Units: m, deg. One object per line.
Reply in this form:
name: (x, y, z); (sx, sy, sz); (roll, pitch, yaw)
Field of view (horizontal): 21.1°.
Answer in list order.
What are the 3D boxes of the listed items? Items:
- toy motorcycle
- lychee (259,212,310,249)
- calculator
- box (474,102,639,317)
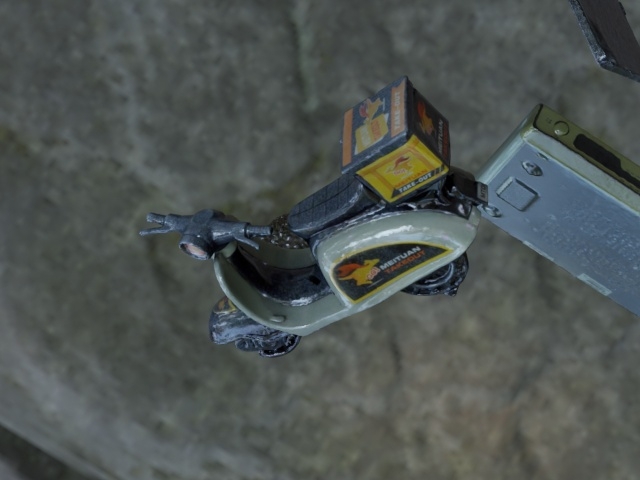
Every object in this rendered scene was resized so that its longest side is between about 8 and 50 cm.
toy motorcycle: (0.000, 0.000, 1.244); (0.263, 0.091, 0.157); (-29, 127, 28)
lychee: (-0.022, 0.010, 1.482); (0.067, 0.068, 0.083); (38, -160, 23)
calculator: (0.306, -0.299, 1.986); (0.161, 0.021, 0.262); (9, -125, -59)
box: (0.266, -0.002, 1.512); (0.270, 0.045, 0.211); (33, 159, -2)
